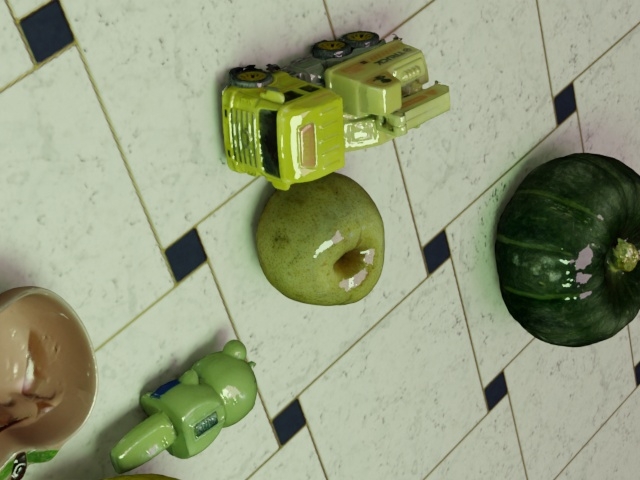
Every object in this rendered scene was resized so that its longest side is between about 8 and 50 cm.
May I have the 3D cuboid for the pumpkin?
[{"bbox_3d":[0.398,0.012,1.900,0.300,0.207,0.300,-10,104,-44],"label":"pumpkin"}]

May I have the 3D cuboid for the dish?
[{"bbox_3d":[-0.336,0.141,1.272,0.213,0.090,0.213,-18,116,-41],"label":"dish"}]

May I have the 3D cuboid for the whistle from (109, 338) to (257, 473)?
[{"bbox_3d":[-0.157,0.203,1.488,0.227,0.085,0.105,-32,127,-35],"label":"whistle"}]

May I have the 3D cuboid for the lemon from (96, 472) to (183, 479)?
[{"bbox_3d":[-0.214,0.383,1.383,0.283,0.260,0.261,-1,108,-23],"label":"lemon"}]

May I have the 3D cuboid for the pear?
[{"bbox_3d":[0.000,0.000,1.532,0.167,0.136,0.167,-22,124,-37],"label":"pear"}]

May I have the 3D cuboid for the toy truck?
[{"bbox_3d":[0.026,-0.154,1.476,0.272,0.157,0.124,-25,123,-38],"label":"toy truck"}]
